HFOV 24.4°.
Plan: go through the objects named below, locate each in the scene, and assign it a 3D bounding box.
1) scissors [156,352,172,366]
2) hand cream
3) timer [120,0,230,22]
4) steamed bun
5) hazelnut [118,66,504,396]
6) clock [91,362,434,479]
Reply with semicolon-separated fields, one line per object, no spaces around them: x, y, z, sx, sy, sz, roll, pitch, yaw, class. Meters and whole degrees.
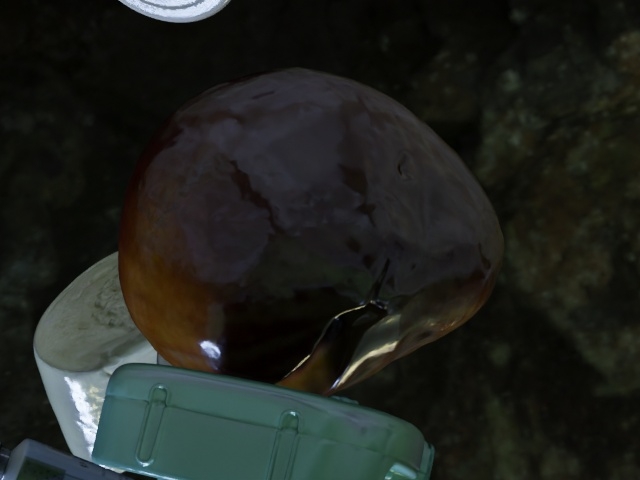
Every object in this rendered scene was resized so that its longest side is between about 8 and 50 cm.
-0.138;0.110;1.323;0.119;0.058;0.014;-93;5;-54;scissors
-0.155;0.216;1.205;0.256;0.088;0.055;21;-125;-18;hand cream
-0.111;-0.362;1.485;0.175;0.175;0.266;50;-137;-21;timer
-0.167;0.109;1.514;0.250;0.155;0.200;-27;-49;-13;steamed bun
0.000;0.000;0.948;0.251;0.217;0.217;3;-106;-31;hazelnut
-0.015;0.122;0.817;0.211;0.159;0.066;37;-116;-64;clock
